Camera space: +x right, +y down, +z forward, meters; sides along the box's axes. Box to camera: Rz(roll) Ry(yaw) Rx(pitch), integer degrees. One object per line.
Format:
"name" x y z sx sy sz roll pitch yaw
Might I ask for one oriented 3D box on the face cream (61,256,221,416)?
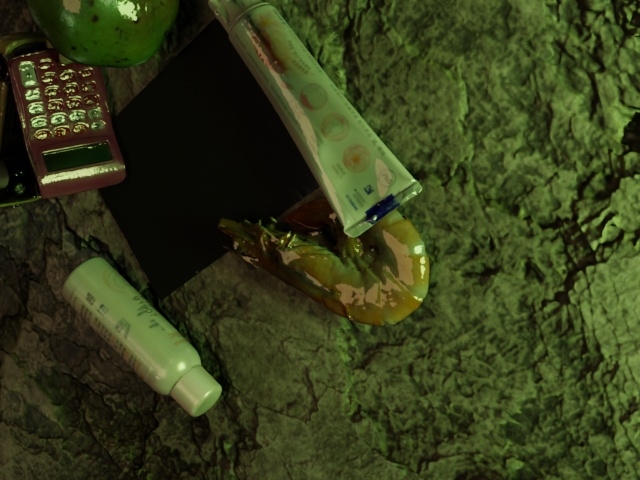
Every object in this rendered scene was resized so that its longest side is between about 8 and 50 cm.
"face cream" -0.244 0.136 1.269 0.269 0.082 0.082 41 121 16

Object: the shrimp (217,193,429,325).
"shrimp" 0.000 0.000 1.083 0.287 0.063 0.152 23 113 22

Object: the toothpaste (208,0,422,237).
"toothpaste" -0.016 -0.160 1.046 0.100 0.066 0.323 -35 82 3

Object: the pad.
"pad" -0.161 -0.103 1.194 0.368 0.007 0.247 -35 84 35

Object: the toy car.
"toy car" -0.437 -0.179 1.294 0.124 0.101 0.256 33 120 30

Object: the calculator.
"calculator" -0.337 -0.158 1.218 0.034 0.127 0.190 -4 100 58

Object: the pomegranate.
"pomegranate" -0.273 -0.287 1.120 0.225 0.187 0.187 -25 89 55
